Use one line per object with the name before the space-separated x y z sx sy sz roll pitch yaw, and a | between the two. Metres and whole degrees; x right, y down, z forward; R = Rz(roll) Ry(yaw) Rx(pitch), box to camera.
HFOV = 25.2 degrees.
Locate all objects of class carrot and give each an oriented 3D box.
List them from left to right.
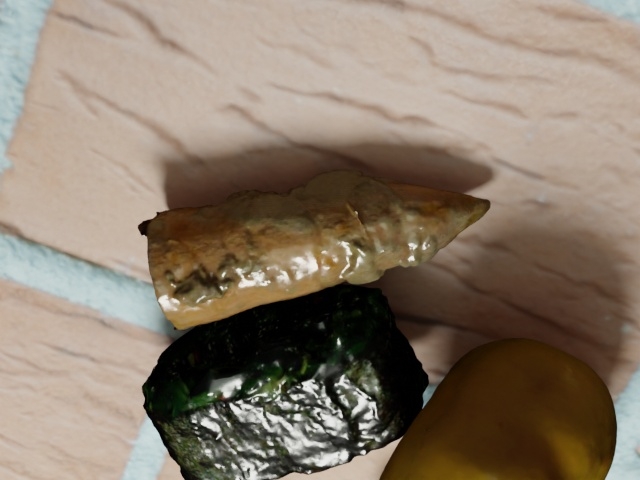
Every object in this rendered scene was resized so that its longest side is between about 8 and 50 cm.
carrot | 0.000 0.000 1.089 0.263 0.102 0.102 -11 121 8

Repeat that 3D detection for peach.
peach | 0.130 0.196 1.102 0.153 0.251 0.251 24 127 25

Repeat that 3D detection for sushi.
sushi | -0.032 0.111 1.137 0.225 0.124 0.127 -19 118 24
